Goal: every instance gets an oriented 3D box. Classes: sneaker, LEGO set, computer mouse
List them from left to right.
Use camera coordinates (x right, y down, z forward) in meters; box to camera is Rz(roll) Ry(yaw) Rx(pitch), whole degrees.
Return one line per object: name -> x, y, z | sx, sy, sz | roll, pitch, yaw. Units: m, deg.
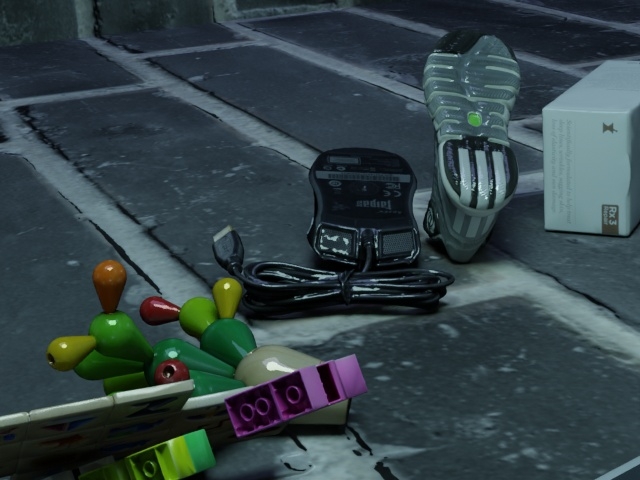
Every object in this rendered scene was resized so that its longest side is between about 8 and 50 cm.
LEGO set -> -0.051, 0.129, 0.698 | 0.227, 0.087, 0.093 | -25, -8, 35
computer mouse -> 0.000, 0.000, 1.179 | 0.184, 0.060, 0.262 | -1, 29, -6
sneaker -> 0.121, -0.074, 1.237 | 0.086, 0.132, 0.229 | 10, 45, -1

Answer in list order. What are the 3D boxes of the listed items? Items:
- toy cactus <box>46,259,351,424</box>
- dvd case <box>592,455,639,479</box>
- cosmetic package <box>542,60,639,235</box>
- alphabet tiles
toy cactus -> -0.068, 0.074, 0.896 | 0.180, 0.112, 0.219 | 10, 5, 5
dvd case -> 0.254, 0.140, 0.734 | 0.238, 0.030, 0.179 | -17, 21, -38
cosmetic package -> 0.276, -0.092, 1.321 | 0.085, 0.117, 0.231 | 5, 18, 26
alphabet tiles -> -0.121, 0.108, 0.741 | 0.237, 0.009, 0.198 | -10, -18, -19
